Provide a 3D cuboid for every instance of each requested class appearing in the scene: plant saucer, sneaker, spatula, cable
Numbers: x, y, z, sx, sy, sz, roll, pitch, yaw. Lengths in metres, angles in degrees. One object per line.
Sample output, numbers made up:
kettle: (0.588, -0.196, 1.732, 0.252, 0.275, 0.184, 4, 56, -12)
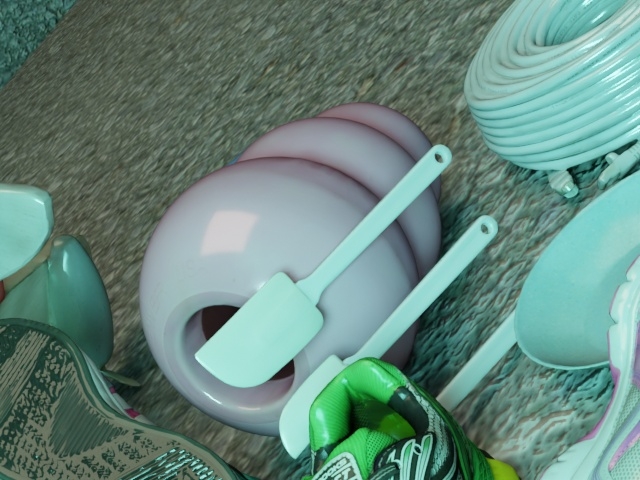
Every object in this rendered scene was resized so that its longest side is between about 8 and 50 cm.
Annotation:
plant saucer: (0.213, 0.019, 0.978, 0.195, 0.037, 0.195, -36, 23, 18)
sneaker: (0.036, 0.193, 0.806, 0.134, 0.146, 0.343, -36, 24, 15)
spatula: (0.052, 0.059, 1.021, 0.242, 0.168, 0.019, -44, 3, -27)
cable: (0.227, -0.163, 1.223, 0.257, 0.089, 0.257, -44, 22, -3)
sneaker: (0.206, 0.088, 0.796, 0.111, 0.103, 0.252, -8, 46, 48)
sneaker: (-0.131, 0.171, 1.085, 0.295, 0.178, 0.124, 31, 71, 37)

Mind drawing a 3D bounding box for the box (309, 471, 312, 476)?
box: (0.034, 0.155, 1.053, 0.067, 0.018, 0.083, -45, 21, -7)

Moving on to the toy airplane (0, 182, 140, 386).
toy airplane: (-0.281, 0.121, 1.318, 0.384, 0.272, 0.386, 105, -172, -70)

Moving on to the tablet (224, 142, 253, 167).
tablet: (-0.101, -0.076, 1.733, 0.083, 0.006, 0.054, -40, 21, 4)

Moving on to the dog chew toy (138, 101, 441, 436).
dog chew toy: (0.000, 0.000, 1.176, 0.206, 0.206, 0.332, -27, 16, 34)
